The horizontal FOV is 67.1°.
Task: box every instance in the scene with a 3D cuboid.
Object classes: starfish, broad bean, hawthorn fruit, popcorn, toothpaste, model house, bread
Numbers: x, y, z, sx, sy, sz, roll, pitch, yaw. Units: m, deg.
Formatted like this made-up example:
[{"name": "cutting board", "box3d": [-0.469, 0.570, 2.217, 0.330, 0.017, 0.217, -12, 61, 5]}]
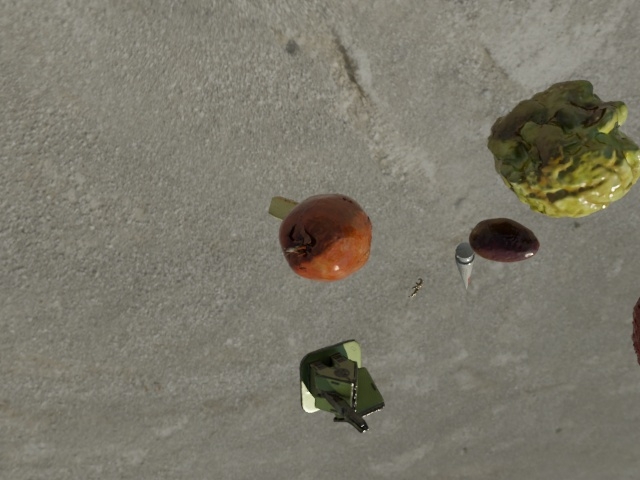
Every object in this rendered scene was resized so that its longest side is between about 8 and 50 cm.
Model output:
[{"name": "starfish", "box3d": [0.364, 0.182, 1.843, 0.091, 0.028, 0.078, -53, 164, -21]}, {"name": "broad bean", "box3d": [0.457, 0.001, 1.208, 0.165, 0.084, 0.114, 19, 97, 1]}, {"name": "hawthorn fruit", "box3d": [0.000, 0.000, 1.081, 0.211, 0.299, 0.212, 3, 98, 22]}, {"name": "popcorn", "box3d": [0.498, -0.174, 0.976, 0.282, 0.282, 0.247, -35, 145, 14]}, {"name": "toothpaste", "box3d": [0.442, 0.074, 1.485, 0.057, 0.089, 0.234, -8, 155, 11]}, {"name": "model house", "box3d": [0.100, 0.437, 1.351, 0.218, 0.278, 0.205, -13, 111, -31]}, {"name": "bread", "box3d": [-0.048, -0.074, 1.428, 0.125, 0.188, 0.068, 13, 96, -47]}]

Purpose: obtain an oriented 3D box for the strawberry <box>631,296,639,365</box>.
[{"name": "strawberry", "box3d": [0.483, 0.147, 0.641, 0.148, 0.131, 0.131, 42, 110, -10]}]
